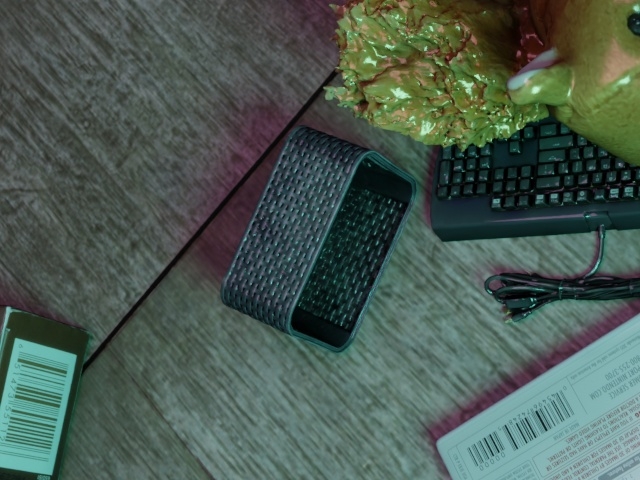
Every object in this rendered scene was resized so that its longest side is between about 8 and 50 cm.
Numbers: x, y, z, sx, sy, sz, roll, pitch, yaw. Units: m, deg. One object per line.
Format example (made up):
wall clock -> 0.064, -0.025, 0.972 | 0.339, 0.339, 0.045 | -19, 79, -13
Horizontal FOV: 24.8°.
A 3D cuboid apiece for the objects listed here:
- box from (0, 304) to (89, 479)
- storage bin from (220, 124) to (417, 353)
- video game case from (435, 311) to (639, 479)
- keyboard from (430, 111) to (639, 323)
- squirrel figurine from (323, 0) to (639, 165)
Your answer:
box -> -0.444, 0.153, 1.530 | 0.381, 0.143, 0.191 | 3, 77, 32
storage bin -> 0.000, 0.000, 1.331 | 0.084, 0.122, 0.180 | 23, 88, 32
video game case -> 0.290, 0.207, 1.157 | 0.329, 0.036, 0.300 | -34, 61, 16
keyboard -> 0.242, -0.032, 1.259 | 0.317, 0.033, 0.202 | -5, 73, 29
squirrel figurine -> 0.201, -0.196, 1.172 | 0.397, 0.281, 0.370 | -31, 46, 38
